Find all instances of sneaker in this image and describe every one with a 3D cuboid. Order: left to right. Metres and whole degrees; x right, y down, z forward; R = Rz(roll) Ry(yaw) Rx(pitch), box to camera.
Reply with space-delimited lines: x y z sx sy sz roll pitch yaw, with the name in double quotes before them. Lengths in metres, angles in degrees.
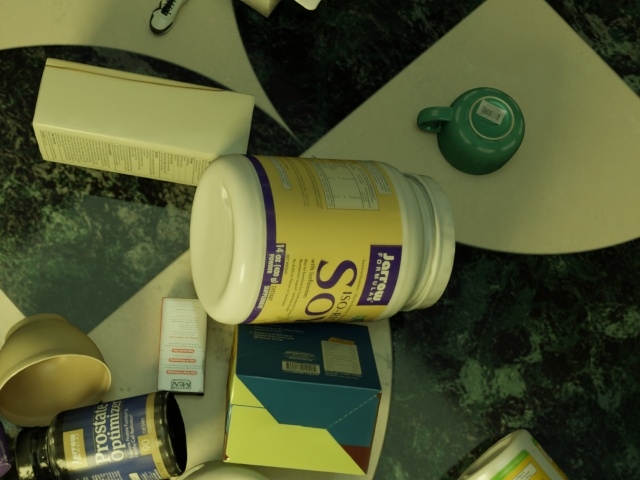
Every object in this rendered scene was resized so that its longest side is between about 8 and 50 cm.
"sneaker" -0.243 -0.382 1.766 0.040 0.044 0.109 28 75 -2

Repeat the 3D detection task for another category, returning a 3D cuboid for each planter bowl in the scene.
"planter bowl" -0.390 0.173 1.553 0.162 0.162 0.109 -19 53 -12

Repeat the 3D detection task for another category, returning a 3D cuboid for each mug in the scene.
"mug" 0.249 -0.176 1.751 0.158 0.097 0.129 -19 79 -13

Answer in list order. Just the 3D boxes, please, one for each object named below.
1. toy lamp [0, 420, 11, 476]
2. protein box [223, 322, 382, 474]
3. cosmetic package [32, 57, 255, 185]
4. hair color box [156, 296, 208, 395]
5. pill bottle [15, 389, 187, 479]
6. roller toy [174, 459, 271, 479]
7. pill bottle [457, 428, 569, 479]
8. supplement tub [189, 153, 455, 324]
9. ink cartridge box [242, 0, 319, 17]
"toy lamp" -0.512 0.211 1.525 0.080 0.080 0.274 -30 69 -14
"protein box" -0.030 0.210 1.538 0.200 0.201 0.136 7 110 -6
"cosmetic package" -0.262 -0.169 1.648 0.309 0.160 0.113 9 74 -7
"hair color box" -0.205 0.158 1.629 0.072 0.043 0.141 4 74 -7
"pill bottle" -0.305 0.289 1.531 0.219 0.123 0.122 -12 77 2
"roller toy" -0.131 0.405 1.522 0.209 0.146 0.191 1 84 -13
"pill bottle" 0.324 0.409 1.588 0.136 0.136 0.245 -38 83 -15
"supplement tub" 0.000 0.000 1.575 0.331 0.241 0.241 1 75 -23
"ink cartridge box" -0.112 -0.513 1.779 0.353 0.119 0.207 35 73 3
